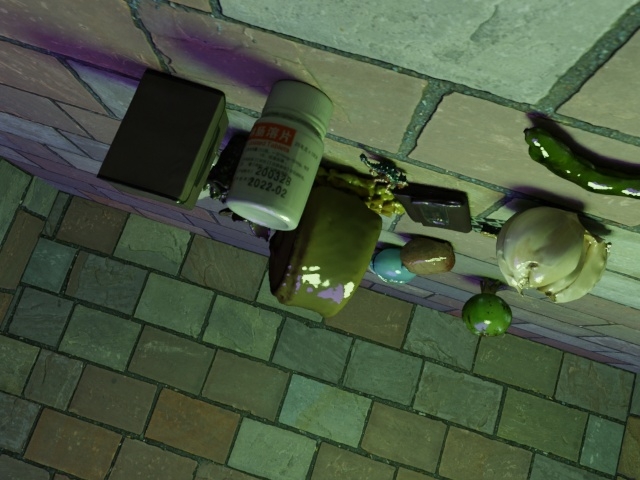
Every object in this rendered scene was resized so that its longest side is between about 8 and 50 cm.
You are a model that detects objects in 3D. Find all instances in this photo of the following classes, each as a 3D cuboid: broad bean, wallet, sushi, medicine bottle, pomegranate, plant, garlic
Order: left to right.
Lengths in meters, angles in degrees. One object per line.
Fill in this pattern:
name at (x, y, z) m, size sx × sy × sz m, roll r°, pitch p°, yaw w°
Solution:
plant at (-0.185, -0.140, 1.294) m, size 0.178 × 0.233 × 0.204 m, roll 20°, pitch 176°, yaw 23°
medicine bottle at (-0.070, -0.155, 0.942) m, size 0.145 × 0.251 × 0.144 m, roll 20°, pitch 168°, yaw 5°
wallet at (0.292, -0.075, 1.298) m, size 0.182 × 0.049 × 0.229 m, roll 12°, pitch 169°, yaw 24°
pomegranate at (0.636, 0.255, 1.934) m, size 0.182 × 0.224 × 0.181 m, roll 14°, pitch 150°, yaw 8°
sushi at (0.481, -0.016, 1.332) m, size 0.201 × 0.031 × 0.139 m, roll 10°, pitch 167°, yaw 35°
garlic at (0.491, 0.031, 1.126) m, size 0.281 × 0.203 × 0.185 m, roll 23°, pitch -173°, yaw -45°
broad bean at (0.458, -0.119, 0.819) m, size 0.292 × 0.049 × 0.144 m, roll 14°, pitch 163°, yaw 8°

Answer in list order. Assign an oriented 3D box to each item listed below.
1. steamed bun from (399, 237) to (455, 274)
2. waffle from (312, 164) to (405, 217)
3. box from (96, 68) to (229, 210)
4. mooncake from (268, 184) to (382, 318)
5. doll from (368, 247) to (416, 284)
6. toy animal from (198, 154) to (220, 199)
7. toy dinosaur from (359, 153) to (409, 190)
steamed bun at (0.355, 0.047, 1.687) m, size 0.175 × 0.106 × 0.145 m, roll -3°, pitch 156°, yaw 25°
waffle at (0.073, -0.125, 1.384) m, size 0.301 × 0.058 × 0.282 m, roll 13°, pitch 169°, yaw 25°
box at (-0.327, -0.205, 1.101) m, size 0.189 × 0.252 × 0.153 m, roll 17°, pitch 171°, yaw 0°
mooncake at (0.000, 0.000, 1.382) m, size 0.247 × 0.393 × 0.393 m, roll 17°, pitch 129°, yaw -11°
doll at (0.275, 0.100, 1.976) m, size 0.178 × 0.140 × 0.314 m, roll 7°, pitch 177°, yaw -13°
toy animal at (-0.396, -0.209, 1.545) m, size 0.193 × 0.127 × 0.178 m, roll 20°, pitch 168°, yaw 3°
toy dinosaur at (0.142, -0.152, 1.137) m, size 0.154 × 0.049 × 0.055 m, roll 26°, pitch 133°, yaw -34°
